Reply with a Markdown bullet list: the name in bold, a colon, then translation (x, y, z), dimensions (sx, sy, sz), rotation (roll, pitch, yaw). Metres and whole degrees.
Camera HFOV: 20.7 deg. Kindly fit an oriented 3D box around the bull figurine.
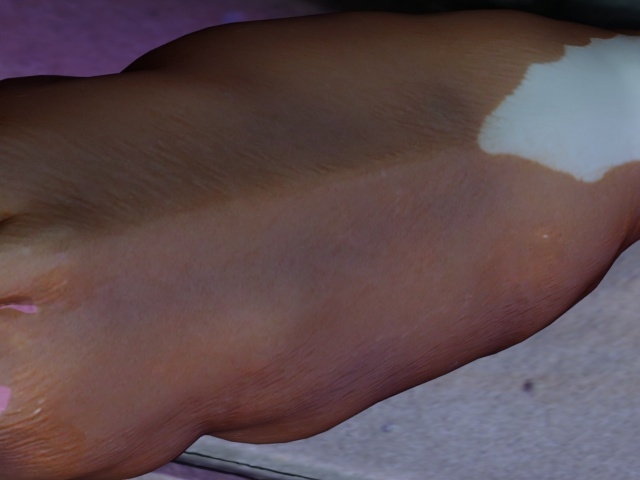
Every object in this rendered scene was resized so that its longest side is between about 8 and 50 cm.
- **bull figurine**: translation (0.000, 0.000, 0.448), dimensions (0.310, 0.101, 0.188), rotation (-7, 168, -41)
